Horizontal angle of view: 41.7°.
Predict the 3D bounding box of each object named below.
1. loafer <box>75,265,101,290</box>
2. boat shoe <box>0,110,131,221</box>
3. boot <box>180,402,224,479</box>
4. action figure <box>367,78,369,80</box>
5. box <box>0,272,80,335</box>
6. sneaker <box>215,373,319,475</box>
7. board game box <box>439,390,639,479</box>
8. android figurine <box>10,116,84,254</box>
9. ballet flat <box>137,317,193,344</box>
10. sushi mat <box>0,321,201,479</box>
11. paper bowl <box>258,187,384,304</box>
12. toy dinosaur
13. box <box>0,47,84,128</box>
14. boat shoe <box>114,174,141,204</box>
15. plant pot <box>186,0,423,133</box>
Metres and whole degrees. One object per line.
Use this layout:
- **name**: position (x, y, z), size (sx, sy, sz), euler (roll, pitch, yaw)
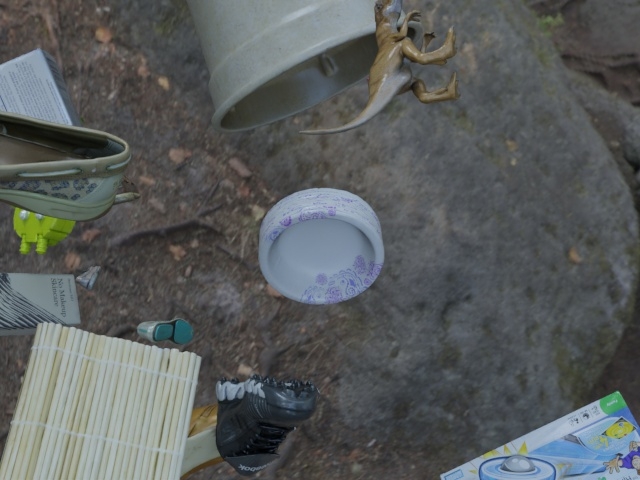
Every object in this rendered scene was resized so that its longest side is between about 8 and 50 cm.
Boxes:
- **loafer**: position (-0.501, 0.076, 1.816), size (0.039, 0.125, 0.045), euler (21, 96, -11)
- **boat shoe**: position (-0.328, -0.094, 0.802), size (0.285, 0.089, 0.105), euler (8, 50, -29)
- **boot**: position (-0.216, 0.314, 1.329), size (0.294, 0.211, 0.104), euler (-10, 88, 3)
- **action figure**: position (-0.036, -0.431, 1.896), size (0.370, 0.248, 0.276), euler (29, 88, 3)
- **box**: position (-0.607, 0.124, 1.616), size (0.275, 0.094, 0.113), euler (2, 72, -53)
- **sneaker**: position (-0.061, 0.200, 0.898), size (0.078, 0.234, 0.106), euler (10, 77, -21)
- **board game box**: position (0.234, 0.253, 0.820), size (0.201, 0.035, 0.136), euler (-30, 55, 12)
- **android figurine**: position (-0.525, -0.105, 1.618), size (0.056, 0.248, 0.273), euler (18, 79, -46)
- **ballet flat**: position (-0.323, 0.186, 1.751), size (0.052, 0.168, 0.057), euler (8, 83, 21)
- **sushi mat**: position (-0.199, 0.232, 0.698), size (0.151, 0.019, 0.317), euler (13, 66, -12)
- **paper bowl**: position (0.000, 0.000, 1.931), size (0.284, 0.284, 0.148), euler (15, 39, -15)
- **toy dinosaur**: position (0.067, -0.147, 0.767), size (0.112, 0.064, 0.212), euler (1, 47, 20)
- **box**: position (-0.442, -0.194, 1.246), size (0.137, 0.072, 0.126), euler (-23, 89, 0)
- **boat shoe**: position (-0.386, -0.102, 1.620), size (0.064, 0.178, 0.060), euler (-14, 96, -7)
- **plant pot**: position (-0.065, -0.366, 1.219), size (0.333, 0.334, 0.306), euler (-24, 88, -30)
